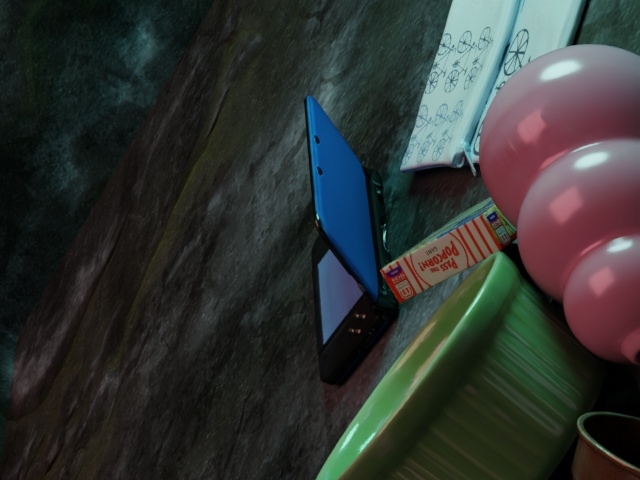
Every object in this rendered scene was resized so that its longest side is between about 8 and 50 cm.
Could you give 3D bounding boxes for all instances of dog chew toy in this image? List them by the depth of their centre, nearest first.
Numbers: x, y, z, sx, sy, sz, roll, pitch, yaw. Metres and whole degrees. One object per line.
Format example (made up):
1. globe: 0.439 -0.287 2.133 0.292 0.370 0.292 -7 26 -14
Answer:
1. dog chew toy: 0.266 -0.026 1.428 0.206 0.207 0.331 -51 34 38

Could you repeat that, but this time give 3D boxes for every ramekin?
1. ramekin: 0.137 0.173 1.477 0.303 0.148 0.303 -53 0 0

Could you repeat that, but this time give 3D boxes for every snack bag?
1. snack bag: 0.225 -0.236 1.940 0.342 0.037 0.323 4 74 68

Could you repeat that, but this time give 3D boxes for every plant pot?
1. plant pot: 0.262 0.247 1.239 0.167 0.167 0.165 -134 58 -67

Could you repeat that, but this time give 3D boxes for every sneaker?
1. sneaker: 0.219 0.051 1.658 0.170 0.051 0.089 2 67 65

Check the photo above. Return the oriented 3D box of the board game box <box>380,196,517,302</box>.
1. board game box: 0.171 -0.012 1.645 0.147 0.045 0.193 -30 1 39

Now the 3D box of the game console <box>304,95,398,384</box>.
1. game console: 0.000 0.000 2.075 0.250 0.173 0.293 -54 25 34
